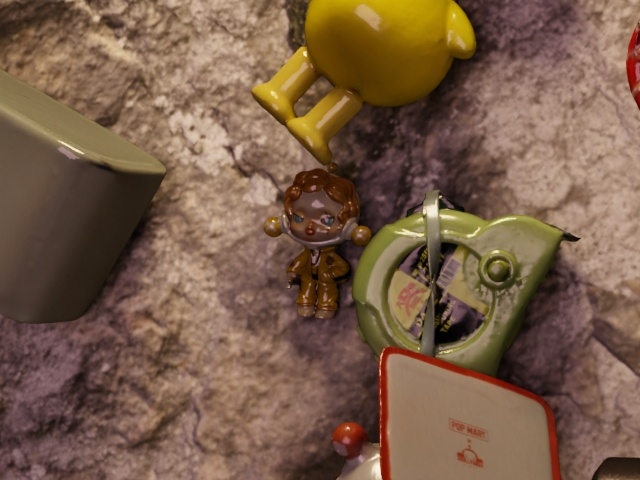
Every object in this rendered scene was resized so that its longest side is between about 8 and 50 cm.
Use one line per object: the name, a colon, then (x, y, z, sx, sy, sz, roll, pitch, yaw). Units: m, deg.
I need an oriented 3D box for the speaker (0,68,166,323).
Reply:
speaker: (-0.373, -0.084, 1.894, 0.406, 0.183, 0.184, 30, 99, 20)

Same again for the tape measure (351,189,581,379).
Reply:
tape measure: (0.118, 0.050, 1.739, 0.175, 0.106, 0.200, 25, 96, 5)

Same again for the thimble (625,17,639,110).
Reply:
thimble: (0.369, -0.143, 1.659, 0.190, 0.125, 0.163, 17, 89, 20)

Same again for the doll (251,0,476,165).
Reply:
doll: (0.084, -0.242, 1.768, 0.363, 0.145, 0.199, -47, 66, 2)

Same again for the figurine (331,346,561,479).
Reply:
figurine: (0.080, 0.240, 1.705, 0.226, 0.183, 0.160, -51, 27, 41)

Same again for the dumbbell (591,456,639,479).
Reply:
dumbbell: (0.344, 0.263, 1.607, 0.218, 0.152, 0.152, 1, 84, 20)

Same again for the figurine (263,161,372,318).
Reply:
figurine: (0.005, 0.002, 1.810, 0.101, 0.068, 0.143, -19, 90, 21)
